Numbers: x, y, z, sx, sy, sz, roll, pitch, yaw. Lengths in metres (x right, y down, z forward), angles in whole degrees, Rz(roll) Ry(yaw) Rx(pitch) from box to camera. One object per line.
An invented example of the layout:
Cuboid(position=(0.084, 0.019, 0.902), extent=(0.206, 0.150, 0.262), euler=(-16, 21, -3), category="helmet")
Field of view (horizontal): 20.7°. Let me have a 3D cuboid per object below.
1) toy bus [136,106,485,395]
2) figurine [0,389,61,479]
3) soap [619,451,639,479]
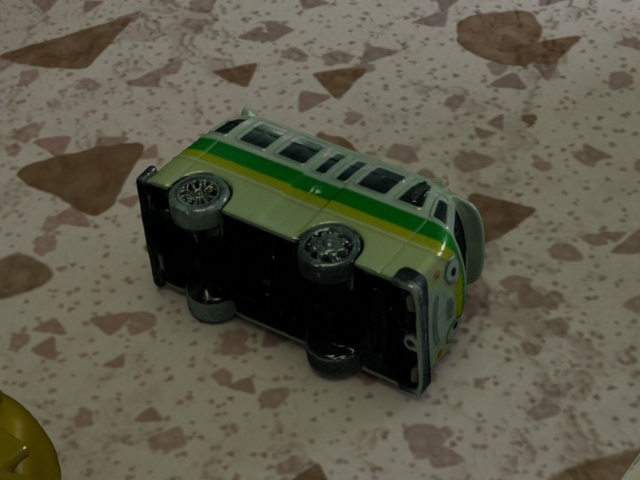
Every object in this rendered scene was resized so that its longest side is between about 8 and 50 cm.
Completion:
Cuboid(position=(0.000, 0.000, 1.460), extent=(0.276, 0.133, 0.164), euler=(22, 49, 26), category="toy bus")
Cuboid(position=(-0.236, 0.223, 1.211), extent=(0.218, 0.169, 0.326), euler=(-18, 43, -7), category="figurine")
Cuboid(position=(0.268, 0.208, 1.259), extent=(0.121, 0.063, 0.183), euler=(23, 49, 29), category="soap")
